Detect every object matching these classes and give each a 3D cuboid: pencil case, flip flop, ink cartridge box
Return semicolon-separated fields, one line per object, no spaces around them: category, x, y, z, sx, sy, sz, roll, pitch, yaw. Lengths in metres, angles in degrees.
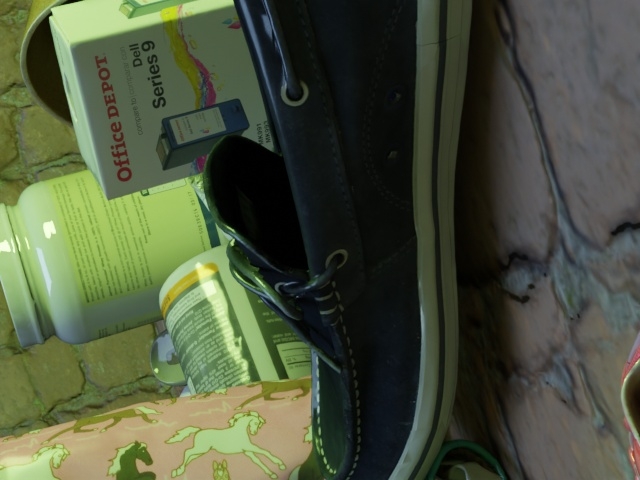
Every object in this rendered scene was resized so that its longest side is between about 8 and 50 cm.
pencil case;-0.089;0.217;0.926;0.160;0.386;0.167;-124;24;-69
flip flop;-0.153;0.125;1.438;0.277;0.080;0.112;-27;65;39
ink cartridge box;-0.114;-0.145;0.949;0.093;0.212;0.154;-127;26;-52

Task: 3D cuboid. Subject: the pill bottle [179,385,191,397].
pill bottle;-0.092;0.297;1.456;0.272;0.152;0.152;-128;26;-54

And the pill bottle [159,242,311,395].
pill bottle;-0.065;0.152;1.186;0.162;0.162;0.278;100;150;-59

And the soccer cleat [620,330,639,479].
soccer cleat;0.154;0.076;0.404;0.318;0.116;0.108;92;157;-49

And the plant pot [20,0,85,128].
plant pot;-0.183;-0.271;1.113;0.237;0.237;0.254;97;168;-56

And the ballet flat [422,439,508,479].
ballet flat;0.131;0.239;0.736;0.087;0.083;0.247;101;150;-43

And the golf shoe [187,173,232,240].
golf shoe;-0.124;-0.050;1.379;0.086;0.069;0.176;81;165;-48

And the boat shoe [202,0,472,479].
boat shoe;0.002;-0.020;0.711;0.187;0.156;0.500;-115;18;-54

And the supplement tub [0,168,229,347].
supplement tub;-0.287;0.010;1.516;0.235;0.325;0.235;164;90;-75
